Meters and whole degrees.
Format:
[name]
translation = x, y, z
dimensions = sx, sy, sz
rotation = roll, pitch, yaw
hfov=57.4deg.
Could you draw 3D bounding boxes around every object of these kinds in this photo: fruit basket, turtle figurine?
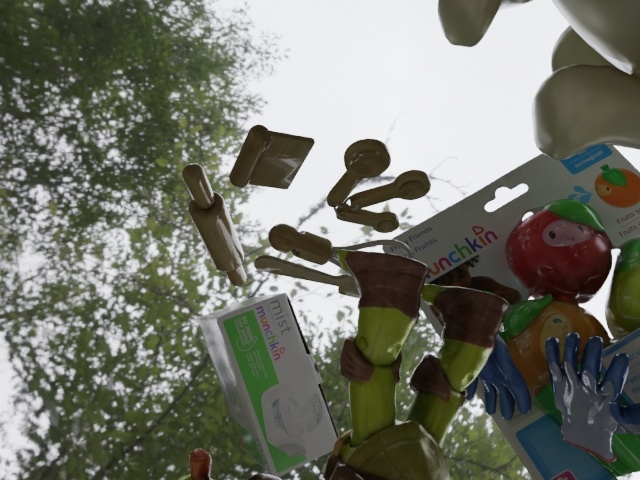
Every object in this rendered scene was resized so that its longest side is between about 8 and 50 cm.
[fruit basket]
translation = 0.294, 0.059, 0.652
dimensions = 0.327, 0.165, 0.353
rotation = -28, -110, -5
[turtle figurine]
translation = 0.023, 0.119, 0.313
dimensions = 0.087, 0.269, 0.218
rotation = 161, -54, -70

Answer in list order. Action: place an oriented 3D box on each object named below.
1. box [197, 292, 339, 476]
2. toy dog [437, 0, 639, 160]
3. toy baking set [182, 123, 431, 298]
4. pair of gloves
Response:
[box]
translation = -0.095, 0.232, 0.999
dimensions = 0.231, 0.126, 0.262
rotation = -18, -88, 70
[toy dog]
translation = 0.268, -0.203, 0.355
dimensions = 0.395, 0.407, 0.285
rotation = -30, -120, 32
[toy baking set]
translation = -0.007, 0.000, 0.512
dimensions = 0.196, 0.256, 0.030
rotation = -2, -125, 1
[pair of gloves]
translation = 0.184, 0.121, 0.506
dimensions = 0.198, 0.023, 0.159
rotation = 20, -37, 41
